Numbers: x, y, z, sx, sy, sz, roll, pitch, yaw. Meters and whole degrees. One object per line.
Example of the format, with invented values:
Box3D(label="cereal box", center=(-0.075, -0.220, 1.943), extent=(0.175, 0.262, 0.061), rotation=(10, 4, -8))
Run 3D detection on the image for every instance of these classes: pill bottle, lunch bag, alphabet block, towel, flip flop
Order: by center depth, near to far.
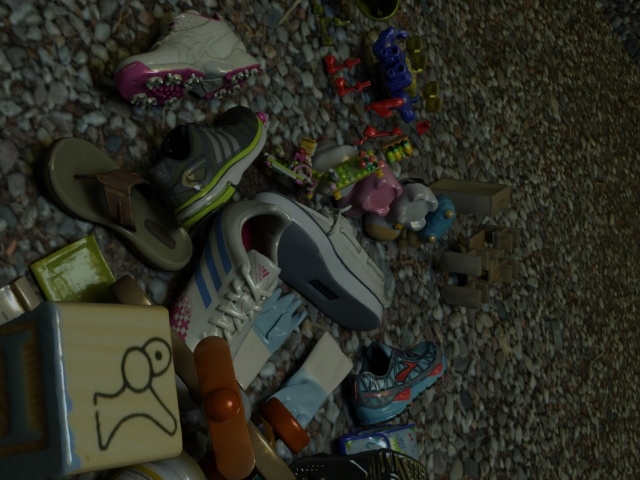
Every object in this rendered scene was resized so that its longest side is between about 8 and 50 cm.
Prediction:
Box3D(label="alphabet block", center=(-0.300, 0.178, 1.085), extent=(0.197, 0.193, 0.193), rotation=(12, 69, -60))
Box3D(label="pill bottle", center=(-0.243, 0.355, 1.176), extent=(0.208, 0.119, 0.119), rotation=(-35, 104, -51))
Box3D(label="towel", center=(-0.295, 0.117, 1.260), extent=(0.102, 0.021, 0.237), rotation=(-32, 103, -37))
Box3D(label="flip flop", center=(-0.271, -0.052, 1.317), extent=(0.277, 0.080, 0.112), rotation=(44, 47, -33))
Box3D(label="lunch bag", center=(0.099, 0.390, 1.614), extent=(0.151, 0.096, 0.129), rotation=(-4, 82, -37))

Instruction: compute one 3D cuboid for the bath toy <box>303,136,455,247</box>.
Box3D(label="bath toy", center=(0.093, -0.092, 1.749), extent=(0.348, 0.151, 0.129), rotation=(25, 23, -40))

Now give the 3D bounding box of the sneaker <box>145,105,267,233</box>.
Box3D(label="sneaker", center=(-0.171, -0.141, 1.430), extent=(0.121, 0.111, 0.300), rotation=(50, 29, -20))

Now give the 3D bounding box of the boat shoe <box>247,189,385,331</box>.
Box3D(label="boat shoe", center=(0.008, -0.001, 1.601), extent=(0.367, 0.135, 0.157), rotation=(44, 47, -36))

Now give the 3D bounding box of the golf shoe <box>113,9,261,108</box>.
Box3D(label="golf shoe", center=(-0.223, -0.287, 1.455), extent=(0.306, 0.115, 0.140), rotation=(-22, 84, -58))

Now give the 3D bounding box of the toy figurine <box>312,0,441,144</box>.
Box3D(label="toy figurine", center=(0.118, -0.356, 1.907), extent=(0.217, 0.191, 0.363), rotation=(28, 42, -79))

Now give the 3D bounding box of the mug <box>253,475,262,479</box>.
Box3D(label="mug", center=(-0.100, 0.414, 1.348), extent=(0.157, 0.097, 0.130), rotation=(-19, 91, -53))

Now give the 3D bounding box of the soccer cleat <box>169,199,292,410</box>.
Box3D(label="soccer cleat", center=(-0.135, 0.086, 1.362), extent=(0.116, 0.143, 0.331), rotation=(34, 63, -40))

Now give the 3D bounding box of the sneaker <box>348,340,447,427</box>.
Box3D(label="sneaker", center=(0.143, 0.231, 1.711), extent=(0.262, 0.104, 0.125), rotation=(-34, 102, -51))

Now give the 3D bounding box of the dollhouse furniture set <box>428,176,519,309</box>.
Box3D(label="dollhouse furniture set", center=(0.314, -0.001, 2.016), extent=(0.212, 0.160, 0.242), rotation=(-28, 122, -51))

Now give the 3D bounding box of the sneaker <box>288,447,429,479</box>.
Box3D(label="sneaker", center=(0.054, 0.375, 1.491), extent=(0.130, 0.227, 0.087), rotation=(117, -29, -80))

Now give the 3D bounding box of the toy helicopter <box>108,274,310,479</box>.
Box3D(label="toy helicopter", center=(-0.156, 0.189, 1.210), extent=(0.140, 0.235, 0.355), rotation=(-39, 89, -10))

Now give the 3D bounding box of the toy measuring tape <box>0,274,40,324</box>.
Box3D(label="toy measuring tape", center=(-0.451, 0.126, 0.954), extent=(0.330, 0.121, 0.121), rotation=(-30, 103, -20))

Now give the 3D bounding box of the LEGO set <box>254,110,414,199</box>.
Box3D(label="LEGO set", center=(0.009, -0.135, 1.546), extent=(0.107, 0.286, 0.132), rotation=(30, 68, -83))

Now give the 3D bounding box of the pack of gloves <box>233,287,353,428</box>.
Box3D(label="pack of gloves", center=(-0.066, 0.200, 1.528), extent=(0.195, 0.046, 0.232), rotation=(53, 39, -6))
